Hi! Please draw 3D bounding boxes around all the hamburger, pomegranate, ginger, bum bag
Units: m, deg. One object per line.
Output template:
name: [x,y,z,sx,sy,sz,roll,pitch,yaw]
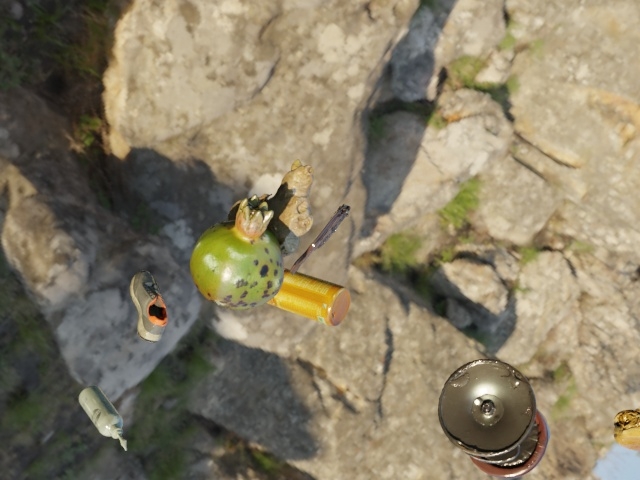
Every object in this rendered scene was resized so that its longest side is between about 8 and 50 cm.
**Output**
hamburger: [0.725,0.425,1.796,0.147,0.138,0.083,38,58,-47]
pomegranate: [-0.128,0.022,1.328,0.159,0.159,0.205,-38,154,-53]
ginger: [-0.076,-0.038,1.432,0.213,0.137,0.074,-33,168,21]
bum bag: [0.000,0.000,1.558,0.109,0.026,0.159,-51,180,41]

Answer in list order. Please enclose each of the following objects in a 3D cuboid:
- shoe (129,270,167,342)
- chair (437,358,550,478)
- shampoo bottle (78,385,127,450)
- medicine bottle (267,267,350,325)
shoe: [-0.392,0.141,1.882,0.074,0.194,0.077,13,135,-34]
chair: [0.440,0.453,1.981,0.226,0.226,0.401,-51,149,-6]
shampoo bottle: [-0.458,0.379,1.726,0.056,0.195,0.056,-16,118,-32]
medicine bottle: [-0.034,0.127,1.850,0.096,0.192,0.096,-33,131,-49]
